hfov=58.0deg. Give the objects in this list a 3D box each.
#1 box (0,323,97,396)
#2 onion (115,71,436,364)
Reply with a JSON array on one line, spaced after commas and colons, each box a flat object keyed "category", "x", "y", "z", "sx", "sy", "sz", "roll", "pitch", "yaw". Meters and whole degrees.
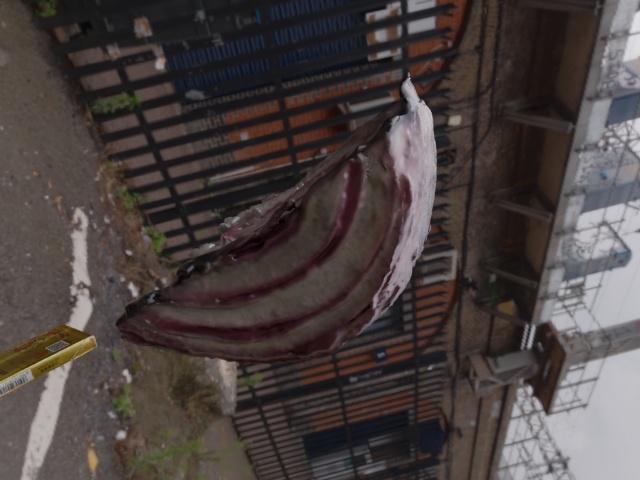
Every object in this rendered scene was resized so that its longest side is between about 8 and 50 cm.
[{"category": "box", "x": -0.390, "y": 0.160, "z": 0.768, "sx": 0.156, "sy": 0.089, "sz": 0.022, "roll": -30, "pitch": 120, "yaw": -48}, {"category": "onion", "x": 0.000, "y": 0.000, "z": 0.534, "sx": 0.146, "sy": 0.314, "sz": 0.280, "roll": 49, "pitch": 18, "yaw": -4}]
